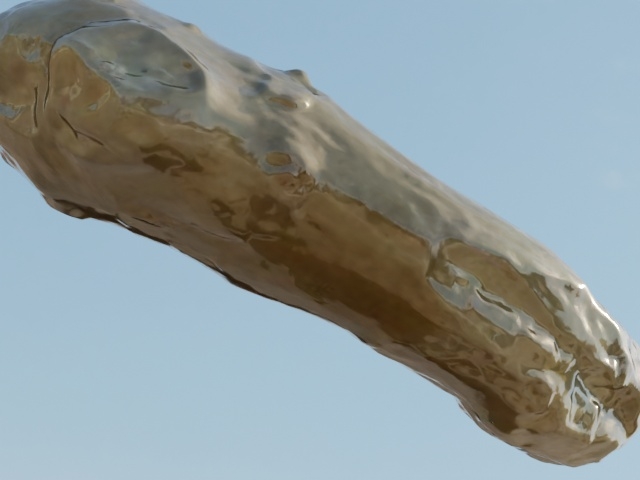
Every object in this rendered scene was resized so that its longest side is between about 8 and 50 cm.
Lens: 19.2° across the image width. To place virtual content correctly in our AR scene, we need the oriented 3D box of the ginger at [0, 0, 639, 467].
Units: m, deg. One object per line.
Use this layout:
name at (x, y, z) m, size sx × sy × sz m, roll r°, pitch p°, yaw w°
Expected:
ginger at (0.002, 0.000, 0.400) m, size 0.173 × 0.051 × 0.069 m, roll 35°, pitch -16°, yaw -8°
